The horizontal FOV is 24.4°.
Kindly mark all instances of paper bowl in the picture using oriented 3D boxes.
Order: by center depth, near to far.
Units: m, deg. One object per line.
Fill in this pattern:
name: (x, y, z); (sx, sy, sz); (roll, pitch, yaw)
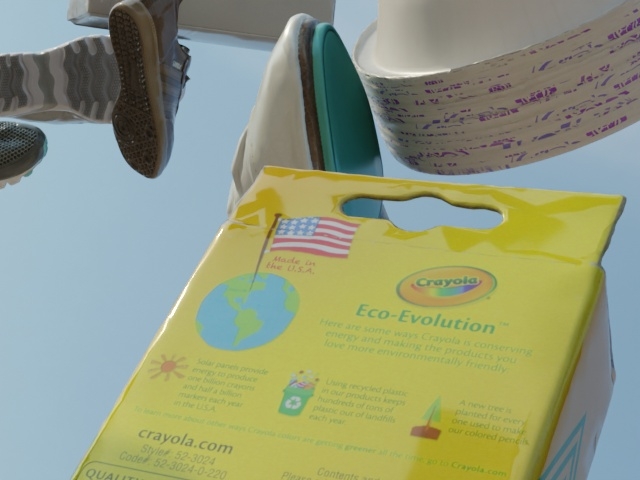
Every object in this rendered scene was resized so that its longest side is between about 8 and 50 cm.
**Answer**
paper bowl: (0.159, -0.180, 1.144); (0.284, 0.284, 0.148); (-6, -63, 37)

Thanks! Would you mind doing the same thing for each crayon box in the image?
crayon box: (0.010, 0.100, 0.661); (0.202, 0.318, 0.081); (7, -44, 24)

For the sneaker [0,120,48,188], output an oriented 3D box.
sneaker: (-0.306, -0.083, 1.199); (0.166, 0.065, 0.076); (-3, -34, -10)

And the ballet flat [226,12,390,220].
ballet flat: (0.000, 0.000, 1.157); (0.139, 0.139, 0.400); (7, -38, 29)

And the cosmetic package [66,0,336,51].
cosmetic package: (-0.106, -0.251, 1.392); (0.238, 0.127, 0.107); (8, -1, -21)

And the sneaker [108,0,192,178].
sneaker: (-0.139, -0.137, 1.301); (0.066, 0.071, 0.188); (35, -38, 28)

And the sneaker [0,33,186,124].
sneaker: (-0.285, -0.192, 1.802); (0.281, 0.115, 0.105); (4, -90, 21)
